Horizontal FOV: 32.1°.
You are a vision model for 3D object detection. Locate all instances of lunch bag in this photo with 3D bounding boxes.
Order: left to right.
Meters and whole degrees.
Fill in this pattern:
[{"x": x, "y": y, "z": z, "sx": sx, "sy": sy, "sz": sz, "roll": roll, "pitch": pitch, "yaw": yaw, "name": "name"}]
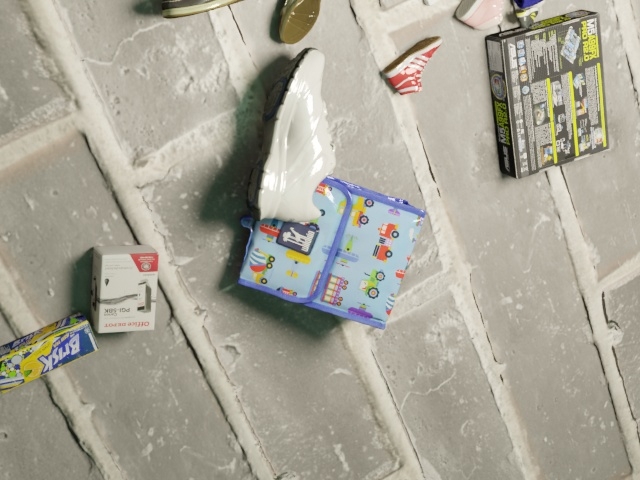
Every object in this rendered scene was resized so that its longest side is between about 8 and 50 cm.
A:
[{"x": 0.000, "y": 0.000, "z": 1.931, "sx": 0.293, "sy": 0.138, "sz": 0.220, "roll": 17, "pitch": 96, "yaw": -15, "name": "lunch bag"}]

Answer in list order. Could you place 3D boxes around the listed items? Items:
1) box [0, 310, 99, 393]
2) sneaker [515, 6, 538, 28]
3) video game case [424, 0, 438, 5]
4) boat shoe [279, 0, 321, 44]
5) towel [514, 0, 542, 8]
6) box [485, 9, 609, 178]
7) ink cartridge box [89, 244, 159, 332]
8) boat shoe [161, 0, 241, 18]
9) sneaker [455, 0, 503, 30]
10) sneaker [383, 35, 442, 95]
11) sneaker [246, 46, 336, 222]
[{"x": -0.449, "y": 0.179, "z": 1.797, "sx": 0.169, "sy": 0.054, "sz": 0.059, "roll": -24, "pitch": 114, "yaw": -16, "name": "box"}, {"x": 0.370, "y": -0.400, "z": 2.001, "sx": 0.083, "sy": 0.031, "sz": 0.035, "roll": -29, "pitch": 115, "yaw": -57, "name": "sneaker"}, {"x": 0.212, "y": -0.507, "z": 1.916, "sx": 0.143, "sy": 0.019, "sz": 0.157, "roll": -34, "pitch": 117, "yaw": -12, "name": "video game case"}, {"x": -0.031, "y": -0.397, "z": 1.827, "sx": 0.056, "sy": 0.048, "sz": 0.153, "roll": 9, "pitch": 109, "yaw": -40, "name": "boat shoe"}, {"x": 0.450, "y": -0.570, "z": 1.984, "sx": 0.308, "sy": 0.076, "sz": 0.227, "roll": -24, "pitch": 121, "yaw": -17, "name": "towel"}, {"x": 0.425, "y": -0.271, "z": 2.068, "sx": 0.216, "sy": 0.060, "sz": 0.270, "roll": -19, "pitch": 113, "yaw": -20, "name": "box"}, {"x": -0.321, "y": 0.080, "z": 1.825, "sx": 0.099, "sy": 0.056, "sz": 0.135, "roll": -2, "pitch": 106, "yaw": -26, "name": "ink cartridge box"}, {"x": -0.153, "y": -0.406, "z": 1.745, "sx": 0.224, "sy": 0.080, "sz": 0.073, "roll": -23, "pitch": 109, "yaw": -23, "name": "boat shoe"}, {"x": 0.306, "y": -0.427, "z": 1.958, "sx": 0.070, "sy": 0.051, "sz": 0.134, "roll": 30, "pitch": 111, "yaw": -31, "name": "sneaker"}, {"x": 0.173, "y": -0.302, "z": 1.948, "sx": 0.118, "sy": 0.042, "sz": 0.067, "roll": -36, "pitch": 114, "yaw": -3, "name": "sneaker"}, {"x": -0.034, "y": -0.169, "z": 1.833, "sx": 0.129, "sy": 0.111, "sz": 0.297, "roll": 12, "pitch": 92, "yaw": -17, "name": "sneaker"}]
